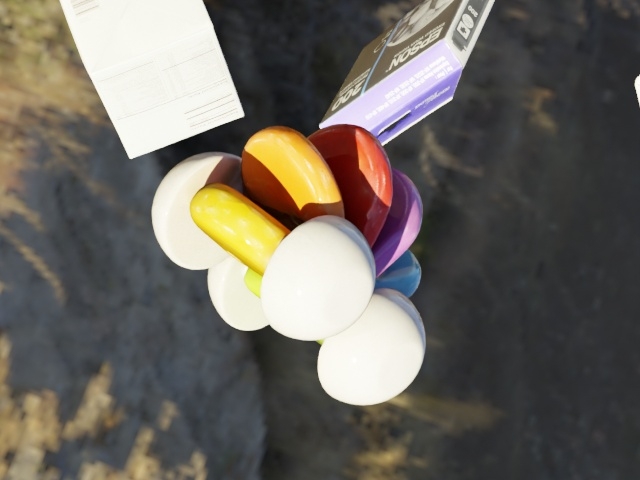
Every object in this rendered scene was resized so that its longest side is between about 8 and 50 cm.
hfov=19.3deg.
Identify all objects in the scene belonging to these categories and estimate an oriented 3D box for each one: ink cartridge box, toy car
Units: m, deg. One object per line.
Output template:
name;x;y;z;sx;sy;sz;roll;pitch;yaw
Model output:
ink cartridge box;0.089;-0.180;1.998;0.206;0.045;0.208;-33;-157;42
toy car;0.000;0.000;1.145;0.136;0.159;0.182;-50;139;-11

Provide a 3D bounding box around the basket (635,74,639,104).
basket;0.389;-0.107;1.803;0.113;0.103;0.167;-41;-136;39

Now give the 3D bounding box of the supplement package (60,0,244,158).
supplement package;-0.200;-0.240;2.152;0.203;0.149;0.194;72;-4;-64
